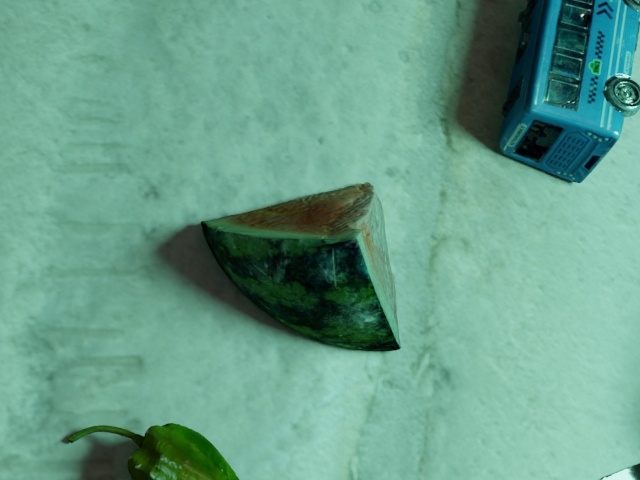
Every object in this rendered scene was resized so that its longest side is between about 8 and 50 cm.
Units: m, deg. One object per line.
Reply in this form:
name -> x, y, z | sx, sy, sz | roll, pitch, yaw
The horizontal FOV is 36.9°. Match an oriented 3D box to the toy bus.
toy bus -> 0.281, -0.199, 1.066 | 0.134, 0.113, 0.246 | 17, 64, -2

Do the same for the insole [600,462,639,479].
insole -> 0.338, 0.237, 0.946 | 0.152, 0.002, 0.053 | -12, 70, -21

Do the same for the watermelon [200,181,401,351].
watermelon -> -0.009, 0.021, 0.922 | 0.207, 0.136, 0.202 | 18, 19, 22

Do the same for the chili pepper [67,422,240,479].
chili pepper -> -0.108, 0.200, 0.793 | 0.204, 0.072, 0.073 | 41, 64, 4
